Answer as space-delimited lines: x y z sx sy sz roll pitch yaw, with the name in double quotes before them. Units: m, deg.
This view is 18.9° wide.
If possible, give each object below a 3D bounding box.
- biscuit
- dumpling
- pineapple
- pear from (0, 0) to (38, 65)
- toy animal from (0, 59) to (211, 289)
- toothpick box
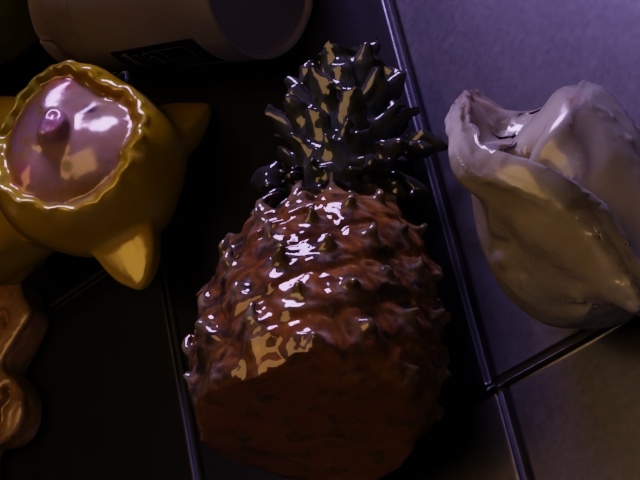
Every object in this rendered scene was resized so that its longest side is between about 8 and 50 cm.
"biscuit" -0.277 0.140 1.400 0.184 0.035 0.248 9 80 45
"dumpling" 0.130 -0.021 1.025 0.118 0.136 0.199 -49 57 7
"pineapple" 0.000 0.000 1.133 0.158 0.158 0.278 -27 43 32
"pear" -0.289 -0.257 1.422 0.269 0.269 0.321 58 139 41
"toy animal" -0.194 -0.038 1.334 0.230 0.156 0.156 -2 71 32
"toothpick box" -0.105 -0.173 1.320 0.181 0.111 0.111 2 74 42
